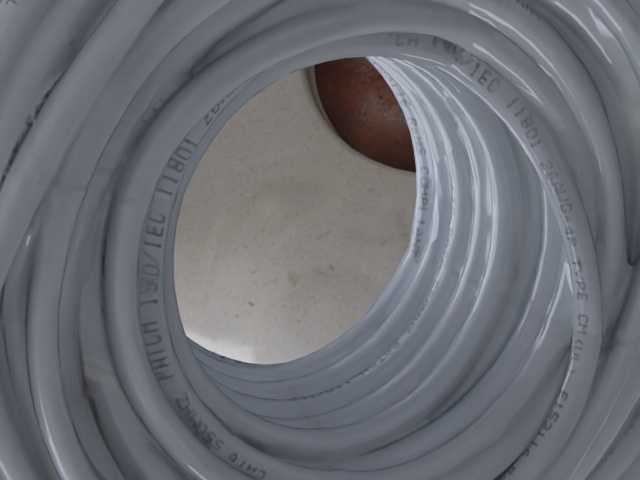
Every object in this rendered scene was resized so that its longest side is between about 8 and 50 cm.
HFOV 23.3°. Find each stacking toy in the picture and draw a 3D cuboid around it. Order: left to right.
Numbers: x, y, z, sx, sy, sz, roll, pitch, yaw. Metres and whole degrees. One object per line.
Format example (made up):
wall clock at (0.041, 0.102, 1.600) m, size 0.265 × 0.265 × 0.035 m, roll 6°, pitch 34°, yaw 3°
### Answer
stacking toy at (0.090, -0.031, 0.827) m, size 0.350 × 0.480 × 0.351 m, roll -3°, pitch -105°, yaw 11°

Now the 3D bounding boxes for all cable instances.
cable at (0.000, 0.000, 0.425) m, size 0.257 × 0.089 × 0.257 m, roll 11°, pitch -79°, yaw -30°
